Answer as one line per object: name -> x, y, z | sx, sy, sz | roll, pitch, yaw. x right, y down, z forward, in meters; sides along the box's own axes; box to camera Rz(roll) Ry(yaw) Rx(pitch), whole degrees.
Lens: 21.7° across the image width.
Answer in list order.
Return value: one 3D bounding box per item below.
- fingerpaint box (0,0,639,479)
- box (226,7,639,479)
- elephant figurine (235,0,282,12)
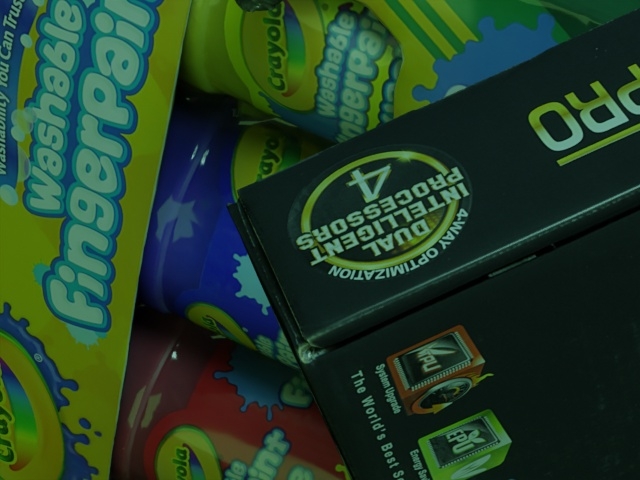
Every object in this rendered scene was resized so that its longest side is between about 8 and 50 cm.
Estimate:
fingerpaint box -> 0.000, 0.000, 0.883 | 0.371, 0.163, 0.445 | 25, 128, 12
box -> 0.171, 0.071, 0.707 | 0.318, 0.097, 0.395 | -25, 135, -4
elephant figurine -> -0.002, -0.245, 0.682 | 0.239, 0.186, 0.169 | -41, 117, 5
